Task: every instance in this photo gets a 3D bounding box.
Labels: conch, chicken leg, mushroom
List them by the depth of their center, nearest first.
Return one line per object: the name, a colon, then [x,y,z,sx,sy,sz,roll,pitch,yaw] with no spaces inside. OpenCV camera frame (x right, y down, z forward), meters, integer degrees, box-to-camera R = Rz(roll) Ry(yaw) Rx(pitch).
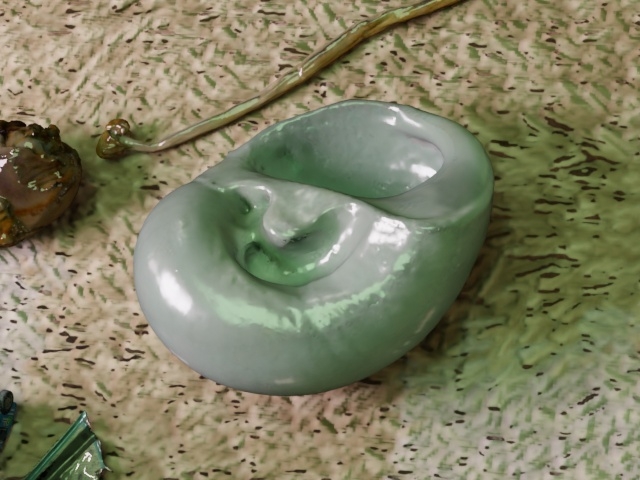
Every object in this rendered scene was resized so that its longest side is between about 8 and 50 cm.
conch: [0.000,0.002,1.150,0.221,0.121,0.185,-11,66,11]
mushroom: [-0.015,-0.110,1.257,0.286,0.028,0.026,-21,22,8]
chicken leg: [-0.245,-0.016,1.275,0.198,0.069,0.085,-30,87,12]

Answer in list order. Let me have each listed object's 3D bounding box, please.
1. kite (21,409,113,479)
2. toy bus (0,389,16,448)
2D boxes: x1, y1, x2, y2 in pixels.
kite: [-0.162,0.298,1.146,0.368,0.014,0.406,-10,65,16]
toy bus: [-0.224,0.109,1.204,0.038,0.083,0.046,10,85,21]
